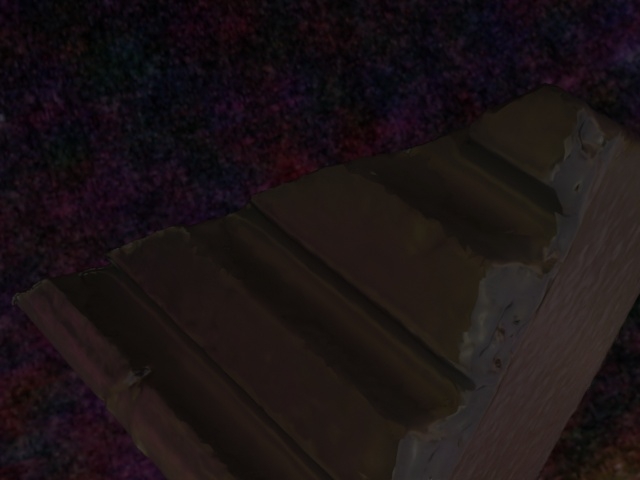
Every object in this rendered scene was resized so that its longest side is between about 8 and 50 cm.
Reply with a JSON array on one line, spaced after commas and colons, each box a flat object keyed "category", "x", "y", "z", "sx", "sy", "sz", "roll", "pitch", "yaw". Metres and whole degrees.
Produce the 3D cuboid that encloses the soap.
[{"category": "soap", "x": 0.000, "y": 0.000, "z": 0.477, "sx": 0.159, "sy": 0.302, "sz": 0.257, "roll": -4, "pitch": 123, "yaw": -49}]
